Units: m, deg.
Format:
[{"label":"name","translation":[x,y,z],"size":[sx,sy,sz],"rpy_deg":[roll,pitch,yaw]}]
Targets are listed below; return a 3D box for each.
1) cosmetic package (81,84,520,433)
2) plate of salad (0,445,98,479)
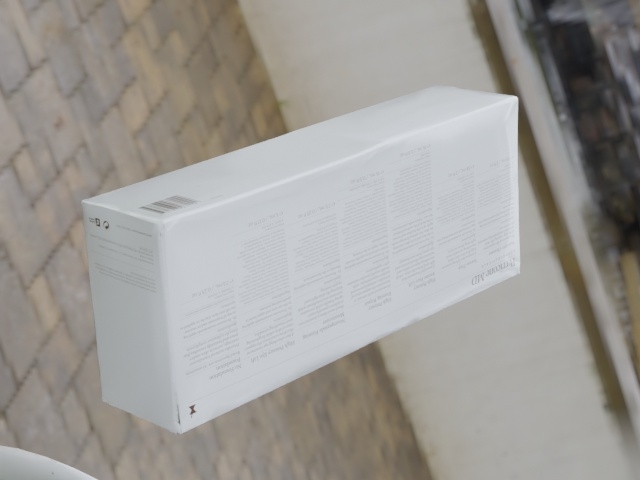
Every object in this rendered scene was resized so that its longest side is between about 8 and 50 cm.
[{"label":"cosmetic package","translation":[0.000,0.000,0.747],"size":[0.239,0.060,0.099],"rpy_deg":[-21,114,-42]},{"label":"plate of salad","translation":[-0.097,0.163,0.534],"size":[0.048,0.199,0.200],"rpy_deg":[-38,112,-56]}]
